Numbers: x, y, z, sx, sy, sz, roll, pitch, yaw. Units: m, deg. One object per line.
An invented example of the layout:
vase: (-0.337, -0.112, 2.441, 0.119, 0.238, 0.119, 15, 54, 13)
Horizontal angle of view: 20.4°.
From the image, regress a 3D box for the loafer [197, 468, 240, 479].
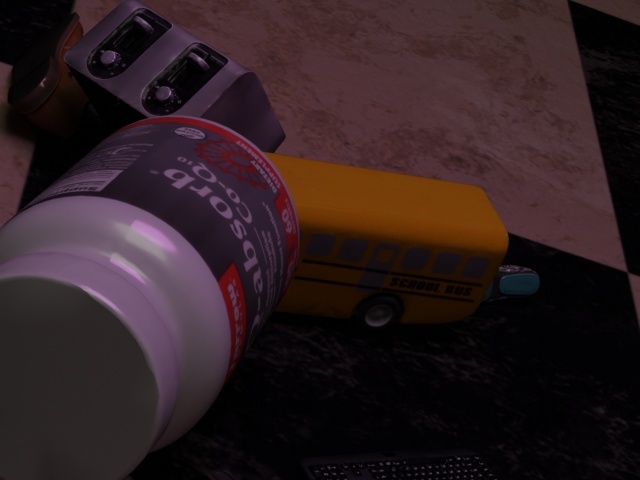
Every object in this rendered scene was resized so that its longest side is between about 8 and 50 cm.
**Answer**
loafer: (-0.073, 0.241, 1.357, 0.061, 0.062, 0.170, 2, 37, -24)

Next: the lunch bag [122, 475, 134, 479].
lunch bag: (-0.177, 0.206, 1.343, 0.083, 0.053, 0.071, 11, 32, -4)

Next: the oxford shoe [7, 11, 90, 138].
oxford shoe: (-0.266, -0.165, 1.816, 0.076, 0.076, 0.212, 47, 22, -24)

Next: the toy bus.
toy bus: (0.000, 0.000, 1.683, 0.333, 0.130, 0.108, 8, 36, -26)

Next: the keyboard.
keyboard: (0.083, 0.209, 1.529, 0.192, 0.038, 0.100, 0, 41, -33)

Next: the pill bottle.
pill bottle: (-0.153, 0.045, 1.396, 0.210, 0.210, 0.363, 27, 23, 2)

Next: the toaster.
toaster: (-0.136, -0.126, 1.726, 0.168, 0.185, 0.110, 35, 75, 29)

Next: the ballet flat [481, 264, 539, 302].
ballet flat: (0.172, 0.043, 1.833, 0.114, 0.041, 0.041, 1, 40, -33)
